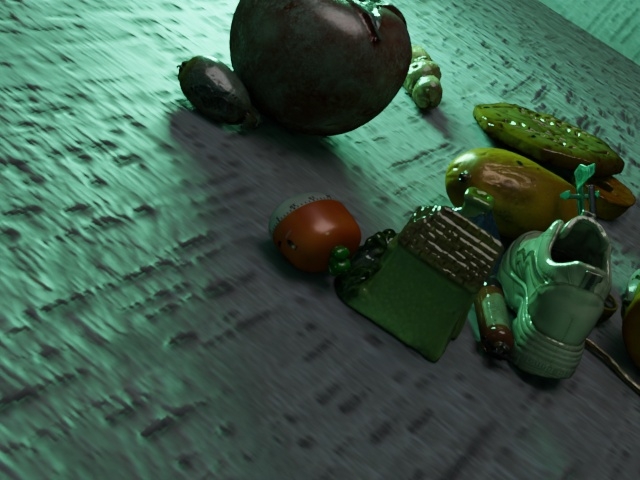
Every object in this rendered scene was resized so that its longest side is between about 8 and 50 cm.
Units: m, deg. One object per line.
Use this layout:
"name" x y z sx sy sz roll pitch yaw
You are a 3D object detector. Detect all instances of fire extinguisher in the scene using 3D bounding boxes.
"fire extinguisher" 0.251 0.120 1.356 0.062 0.050 0.177 41 25 -20

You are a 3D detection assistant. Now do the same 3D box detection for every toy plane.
"toy plane" 0.438 -0.010 1.548 0.060 0.096 0.234 -1 82 -8

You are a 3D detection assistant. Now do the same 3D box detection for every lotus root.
"lotus root" -0.163 -0.238 1.506 0.165 0.088 0.088 41 29 -2

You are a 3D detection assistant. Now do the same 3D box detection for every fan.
"fan" 0.445 0.115 1.548 0.082 0.039 0.155 36 28 12

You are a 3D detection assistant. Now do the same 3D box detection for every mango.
"mango" 0.366 -0.070 1.658 0.359 0.144 0.187 17 22 -33

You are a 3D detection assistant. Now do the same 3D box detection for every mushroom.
"mushroom" 0.484 0.215 1.456 0.286 0.026 0.028 38 14 15

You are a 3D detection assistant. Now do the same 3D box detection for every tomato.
"tomato" -0.002 -0.331 1.583 0.317 0.282 0.316 26 28 -15

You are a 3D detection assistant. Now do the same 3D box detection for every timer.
"timer" 0.000 0.000 1.272 0.136 0.099 0.136 16 46 -17

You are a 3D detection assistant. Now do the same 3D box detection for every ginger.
"ginger" 0.215 -0.354 2.026 0.104 0.080 0.204 -15 43 -9

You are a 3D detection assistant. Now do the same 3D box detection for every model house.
"model house" 0.160 0.017 1.297 0.195 0.189 0.214 37 31 7

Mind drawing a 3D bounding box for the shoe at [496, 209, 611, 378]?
"shoe" 0.370 0.041 1.412 0.132 0.210 0.342 20 29 -2

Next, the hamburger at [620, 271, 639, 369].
"hamburger" 0.606 0.123 1.483 0.246 0.246 0.170 34 42 7

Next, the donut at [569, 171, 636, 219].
"donut" 0.605 -0.101 2.009 0.152 0.058 0.152 22 31 -14

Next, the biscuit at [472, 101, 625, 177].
"biscuit" 0.509 -0.232 2.074 0.359 0.046 0.359 15 23 -7

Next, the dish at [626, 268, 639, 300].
"dish" 0.690 0.114 1.669 0.260 0.085 0.260 12 43 -11
